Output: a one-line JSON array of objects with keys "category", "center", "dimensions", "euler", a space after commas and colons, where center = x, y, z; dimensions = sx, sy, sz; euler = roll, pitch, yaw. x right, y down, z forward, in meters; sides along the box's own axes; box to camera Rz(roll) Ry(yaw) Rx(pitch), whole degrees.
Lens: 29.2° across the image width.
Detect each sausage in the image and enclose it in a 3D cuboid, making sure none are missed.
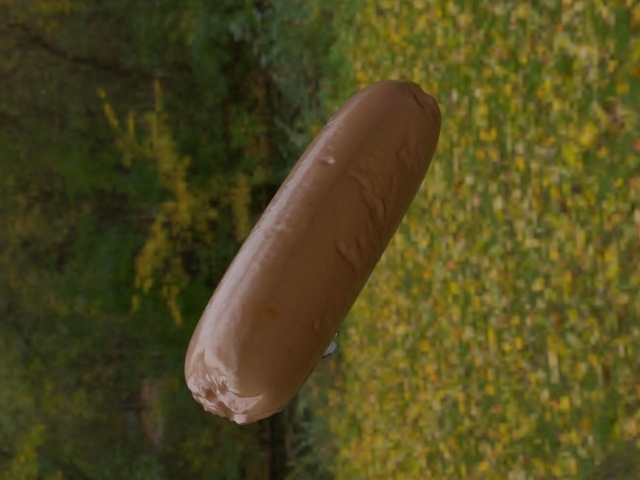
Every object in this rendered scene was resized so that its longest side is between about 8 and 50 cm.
[{"category": "sausage", "center": [0.000, 0.000, 0.824], "dimensions": [0.289, 0.086, 0.086], "euler": [-60, -9, -33]}]

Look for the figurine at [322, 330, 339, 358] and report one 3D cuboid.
[{"category": "figurine", "center": [-0.021, 0.062, 1.094], "dimensions": [0.106, 0.047, 0.060], "euler": [40, 155, 47]}]
